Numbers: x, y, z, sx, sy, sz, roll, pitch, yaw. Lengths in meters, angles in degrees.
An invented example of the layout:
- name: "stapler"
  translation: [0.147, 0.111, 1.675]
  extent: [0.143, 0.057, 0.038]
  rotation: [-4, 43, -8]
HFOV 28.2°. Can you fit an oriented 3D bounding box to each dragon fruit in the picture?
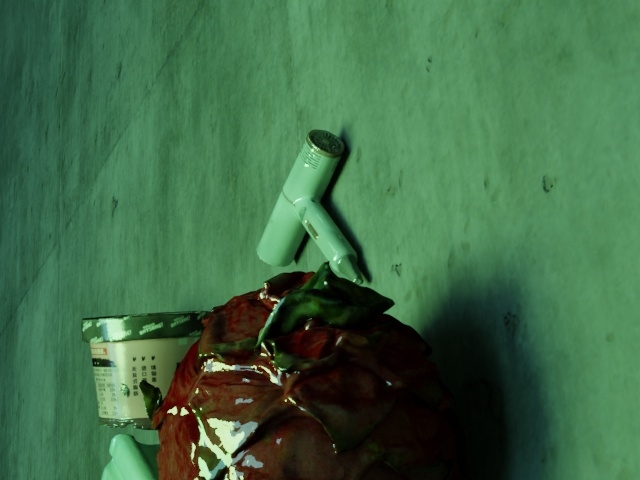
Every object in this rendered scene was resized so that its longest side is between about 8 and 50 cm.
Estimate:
- name: "dragon fruit"
  translation: [-0.009, 0.169, 0.967]
  extent: [0.244, 0.244, 0.299]
  rotation: [-27, 67, 61]

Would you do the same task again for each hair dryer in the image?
- name: "hair dryer"
  translation: [-0.002, 0.007, 1.237]
  extent: [0.183, 0.044, 0.155]
  rotation: [-111, 35, -42]

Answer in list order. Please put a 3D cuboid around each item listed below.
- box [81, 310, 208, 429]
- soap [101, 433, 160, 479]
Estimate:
- name: "box"
  translation: [-0.206, 0.153, 1.516]
  extent: [0.151, 0.151, 0.135]
  rotation: [171, 97, -65]
- name: "soap"
  translation: [-0.179, 0.353, 1.448]
  extent: [0.289, 0.095, 0.173]
  rotation: [41, 119, 61]
